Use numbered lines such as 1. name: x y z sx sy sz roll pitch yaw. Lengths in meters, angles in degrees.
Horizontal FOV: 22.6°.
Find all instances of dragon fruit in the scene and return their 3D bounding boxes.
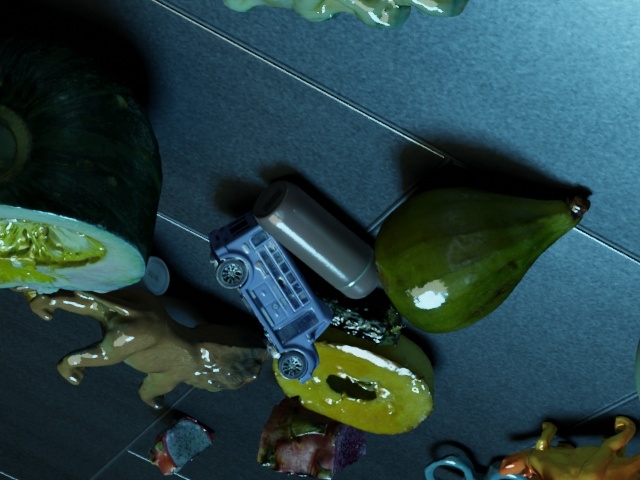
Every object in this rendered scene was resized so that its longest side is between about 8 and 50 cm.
1. dragon fruit: -0.001 0.209 1.828 0.102 0.096 0.147 12 -167 23
2. dragon fruit: -0.186 0.263 2.053 0.056 0.083 0.060 52 139 -1

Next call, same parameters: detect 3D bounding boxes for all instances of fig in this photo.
1. fig: 0.133 -0.004 1.398 0.126 0.185 0.133 51 180 44

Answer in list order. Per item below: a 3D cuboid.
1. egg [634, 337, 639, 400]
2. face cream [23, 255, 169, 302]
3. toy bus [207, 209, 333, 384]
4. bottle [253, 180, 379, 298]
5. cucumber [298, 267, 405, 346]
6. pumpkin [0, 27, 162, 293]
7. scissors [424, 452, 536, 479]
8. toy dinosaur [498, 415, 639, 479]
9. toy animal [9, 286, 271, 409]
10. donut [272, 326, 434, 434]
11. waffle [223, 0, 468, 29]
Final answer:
1. egg: 0.369 0.106 1.289 0.218 0.218 0.295 31 159 -18
2. face cream: -0.247 0.044 1.746 0.182 0.051 0.072 -6 150 36
3. toy bus: -0.043 0.056 1.554 0.167 0.076 0.073 58 179 -18
4. bottle: 0.000 0.000 1.514 0.140 0.053 0.053 39 146 -29
5. cucumber: 0.001 0.059 1.622 0.181 0.053 0.053 23 151 1
6. pumpkin: -0.277 -0.077 1.427 0.293 0.197 0.263 5 160 14
7. scissors: 0.197 0.335 1.959 0.138 0.041 0.289 7 148 9
8. toy dinosaur: 0.287 0.246 1.677 0.070 0.117 0.288 39 149 -28
9. toy animal: -0.175 0.105 1.710 0.157 0.097 0.312 -18 153 26
10. donut: 0.039 0.135 1.709 0.178 0.065 0.162 31 144 -16
11. waffle: -0.030 -0.255 1.102 0.309 0.056 0.292 5 147 28
